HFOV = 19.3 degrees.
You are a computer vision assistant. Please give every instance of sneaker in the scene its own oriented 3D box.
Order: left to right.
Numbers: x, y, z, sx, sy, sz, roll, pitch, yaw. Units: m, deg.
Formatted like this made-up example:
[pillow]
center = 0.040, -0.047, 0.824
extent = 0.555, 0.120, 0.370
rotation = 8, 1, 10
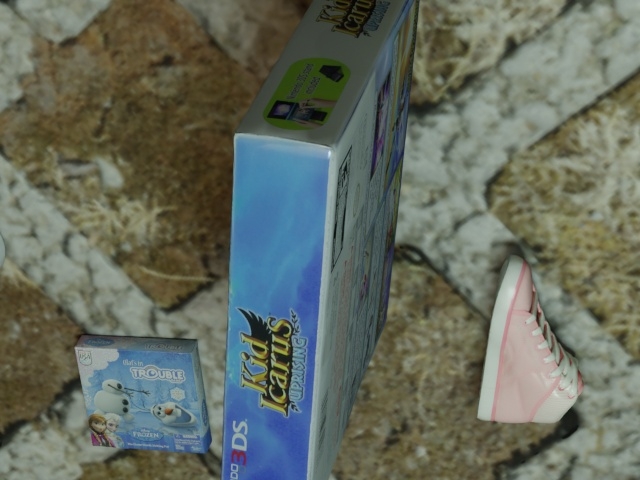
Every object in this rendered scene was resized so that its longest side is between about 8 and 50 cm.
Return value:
[sneaker]
center = 0.146, 0.070, 1.266
extent = 0.070, 0.051, 0.134
rotation = 9, 125, 7

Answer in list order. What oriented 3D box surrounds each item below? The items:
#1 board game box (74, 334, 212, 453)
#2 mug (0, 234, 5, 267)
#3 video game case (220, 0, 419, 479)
[board game box]
center = -0.130, 0.113, 1.383
extent = 0.090, 0.020, 0.090
rotation = 2, 119, 14
[mug]
center = -0.270, 0.022, 1.339
extent = 0.078, 0.064, 0.062
rotation = -30, 110, 28
[video game case]
center = 0.000, 0.000, 1.146
extent = 0.061, 0.244, 0.269
rotation = 11, 122, 10
